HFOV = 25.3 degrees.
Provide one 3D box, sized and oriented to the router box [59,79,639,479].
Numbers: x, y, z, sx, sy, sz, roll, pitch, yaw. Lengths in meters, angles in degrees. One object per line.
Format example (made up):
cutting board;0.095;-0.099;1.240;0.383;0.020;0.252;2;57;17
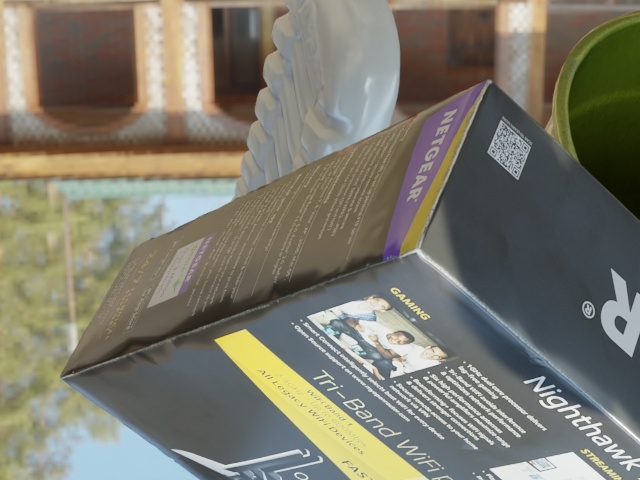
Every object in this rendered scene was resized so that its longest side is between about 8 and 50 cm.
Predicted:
router box;0.079;0.093;0.601;0.243;0.309;0.081;-21;-145;49

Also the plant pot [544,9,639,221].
plant pot;0.266;0.085;1.023;0.367;0.353;0.366;12;-135;-13

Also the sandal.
sandal;0.003;0.012;0.930;0.102;0.416;0.169;-3;-129;-18
